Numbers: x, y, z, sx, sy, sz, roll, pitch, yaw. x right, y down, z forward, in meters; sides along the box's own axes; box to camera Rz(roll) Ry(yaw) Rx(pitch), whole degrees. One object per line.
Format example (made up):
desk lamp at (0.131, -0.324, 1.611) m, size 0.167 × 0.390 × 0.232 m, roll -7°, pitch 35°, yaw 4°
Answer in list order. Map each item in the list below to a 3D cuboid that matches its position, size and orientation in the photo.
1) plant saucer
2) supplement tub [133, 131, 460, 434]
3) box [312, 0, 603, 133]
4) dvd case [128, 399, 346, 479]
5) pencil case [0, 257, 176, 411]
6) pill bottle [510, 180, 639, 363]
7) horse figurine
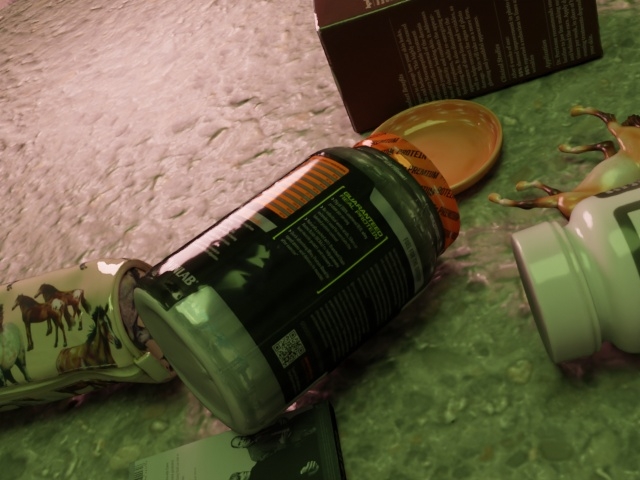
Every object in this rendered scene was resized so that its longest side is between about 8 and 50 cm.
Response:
plant saucer at (0.153, -0.118, 1.122) m, size 0.199 × 0.037 × 0.200 m, roll -15°, pitch 42°, yaw 14°
supplement tub at (-0.017, 0.035, 0.907) m, size 0.338 × 0.207 × 0.207 m, roll -37°, pitch 42°, yaw -21°
box at (0.197, -0.317, 1.192) m, size 0.381 × 0.191 × 0.143 m, roll -17°, pitch 42°, yaw 9°
dvd case at (-0.088, 0.275, 0.841) m, size 0.238 × 0.030 × 0.179 m, roll -20°, pitch 42°, yaw 8°
pencil case at (-0.371, 0.140, 1.023) m, size 0.410 × 0.160 × 0.184 m, roll -14°, pitch 52°, yaw 13°
pill bottle at (0.343, 0.015, 0.793) m, size 0.283 × 0.161 × 0.161 m, roll -18°, pitch 42°, yaw 8°
horse figurine at (0.330, -0.075, 0.967) m, size 0.263 × 0.066 × 0.174 m, roll -43°, pitch 43°, yaw -18°
